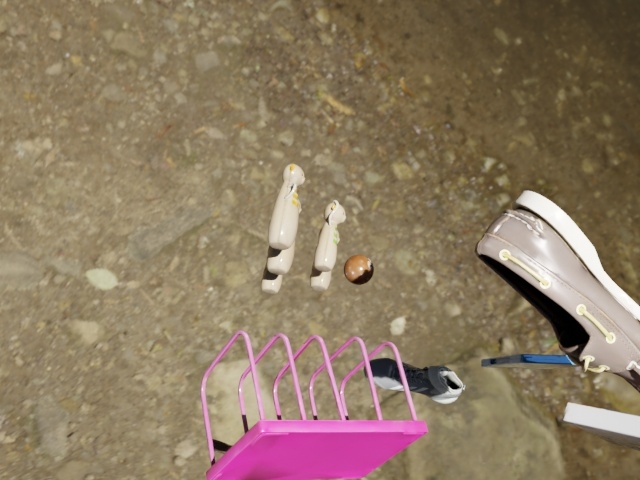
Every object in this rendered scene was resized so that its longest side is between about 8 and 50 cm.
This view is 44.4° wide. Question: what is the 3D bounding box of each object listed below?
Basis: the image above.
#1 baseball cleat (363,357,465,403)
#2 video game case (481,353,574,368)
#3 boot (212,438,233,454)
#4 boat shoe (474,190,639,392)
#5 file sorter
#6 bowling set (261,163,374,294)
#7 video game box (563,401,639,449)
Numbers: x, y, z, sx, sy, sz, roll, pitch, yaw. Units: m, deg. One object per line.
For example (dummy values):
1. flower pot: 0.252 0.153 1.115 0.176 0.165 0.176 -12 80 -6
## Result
1. baseball cleat: 0.195 0.274 1.610 0.205 0.109 0.072 15 56 -6
2. video game case: 0.334 0.189 1.217 0.119 0.166 0.015 3 79 -8
3. boot: -0.201 0.505 1.863 0.106 0.114 0.037 50 50 -38
4. boat shoe: 0.310 0.092 0.911 0.096 0.116 0.324 -43 100 -6
5. file sorter: -0.022 0.262 1.255 0.290 0.202 0.182 8 51 -30
6. bowling set: 0.000 0.000 1.412 0.199 0.287 0.154 13 65 -6
7. video game box: 0.631 0.388 1.581 0.187 0.205 0.048 30 74 -28
